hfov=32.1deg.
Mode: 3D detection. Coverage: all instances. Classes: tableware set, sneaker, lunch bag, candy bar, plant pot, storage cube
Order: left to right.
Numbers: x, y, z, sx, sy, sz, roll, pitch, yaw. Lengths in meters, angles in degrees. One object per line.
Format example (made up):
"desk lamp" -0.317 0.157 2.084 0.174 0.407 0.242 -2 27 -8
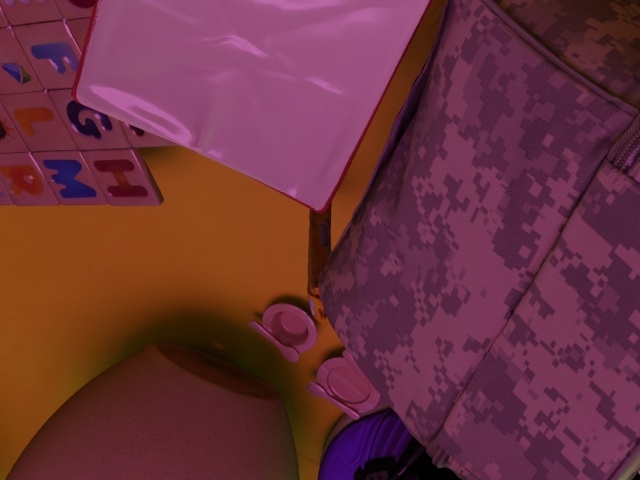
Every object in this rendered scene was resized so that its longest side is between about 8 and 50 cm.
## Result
"plant pot" -0.133 0.207 1.037 0.284 0.284 0.191 23 93 -1
"storage cube" -0.025 -0.168 0.718 0.183 0.193 0.215 25 130 -3
"candy bar" 0.000 0.000 0.868 0.018 0.161 0.040 -4 131 3
"tableware set" 0.025 0.089 1.012 0.141 0.020 0.168 45 128 -7
"sneaker" 0.082 0.211 1.021 0.102 0.146 0.293 36 129 -13
"lunch bag" 0.143 -0.011 0.684 0.256 0.212 0.305 38 130 18

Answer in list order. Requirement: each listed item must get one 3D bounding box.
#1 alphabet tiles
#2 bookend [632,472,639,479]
"alphabet tiles" -0.271 -0.142 0.889 0.342 0.011 0.285 1 129 33
"bookend" 0.198 0.193 0.842 0.156 0.157 0.072 29 105 -16
